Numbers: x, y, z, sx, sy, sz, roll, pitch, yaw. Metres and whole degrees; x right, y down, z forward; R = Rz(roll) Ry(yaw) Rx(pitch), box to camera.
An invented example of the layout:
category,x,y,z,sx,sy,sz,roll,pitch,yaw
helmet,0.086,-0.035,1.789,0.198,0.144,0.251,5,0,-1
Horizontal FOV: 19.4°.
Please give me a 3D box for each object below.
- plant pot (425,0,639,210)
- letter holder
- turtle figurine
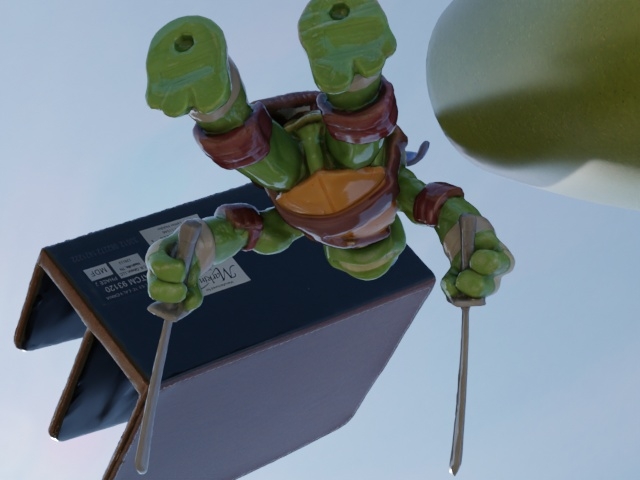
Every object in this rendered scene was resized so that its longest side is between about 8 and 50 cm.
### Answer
category,x,y,z,sx,sy,sz,roll,pitch,yaw
plant pot,0.213,-0.128,1.237,0.293,0.274,0.275,-11,-73,52
letter holder,-0.091,0.089,1.533,0.152,0.302,0.214,49,-44,25
turtle figurine,0.000,0.000,1.082,0.197,0.275,0.266,20,-25,28
